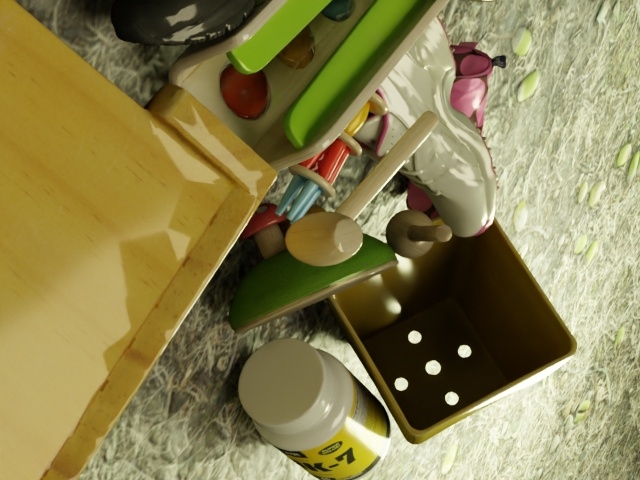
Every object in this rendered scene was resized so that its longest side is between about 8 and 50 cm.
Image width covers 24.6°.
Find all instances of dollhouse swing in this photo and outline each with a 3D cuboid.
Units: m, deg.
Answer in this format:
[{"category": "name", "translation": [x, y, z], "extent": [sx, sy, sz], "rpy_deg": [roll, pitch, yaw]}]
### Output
[{"category": "dollhouse swing", "translation": [-0.264, 0.012, 1.137], "extent": [0.346, 0.305, 0.315], "rpy_deg": [-58, -169, -14]}]

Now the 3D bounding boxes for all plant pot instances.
[{"category": "plant pot", "translation": [0.138, 0.116, 1.688], "extent": [0.212, 0.212, 0.187], "rpy_deg": [-27, 159, -12]}]

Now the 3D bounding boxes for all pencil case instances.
[{"category": "pencil case", "translation": [0.150, -0.121, 1.687], "extent": [0.098, 0.095, 0.209], "rpy_deg": [-70, 169, -57]}]

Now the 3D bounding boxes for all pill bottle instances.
[{"category": "pill bottle", "translation": [-0.007, 0.188, 1.624], "extent": [0.119, 0.119, 0.208], "rpy_deg": [-59, 150, -11]}]

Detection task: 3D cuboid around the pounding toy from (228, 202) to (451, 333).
[{"category": "pounding toy", "translation": [0.000, 0.000, 1.493], "extent": [0.237, 0.110, 0.183], "rpy_deg": [-24, 177, -3]}]

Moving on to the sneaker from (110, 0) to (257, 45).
[{"category": "sneaker", "translation": [-0.085, -0.267, 1.199], "extent": [0.286, 0.109, 0.130], "rpy_deg": [-54, 141, -34]}]

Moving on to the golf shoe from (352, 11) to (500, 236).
[{"category": "golf shoe", "translation": [0.090, -0.114, 1.548], "extent": [0.140, 0.115, 0.306], "rpy_deg": [-38, 122, -21]}]

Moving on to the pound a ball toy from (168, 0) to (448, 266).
[{"category": "pound a ball toy", "translation": [0.002, -0.144, 1.304], "extent": [0.208, 0.136, 0.319], "rpy_deg": [52, 51, -20]}]

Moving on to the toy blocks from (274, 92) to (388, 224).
[{"category": "toy blocks", "translation": [-0.021, -0.101, 1.407], "extent": [0.123, 0.054, 0.148], "rpy_deg": [36, 78, -19]}]
